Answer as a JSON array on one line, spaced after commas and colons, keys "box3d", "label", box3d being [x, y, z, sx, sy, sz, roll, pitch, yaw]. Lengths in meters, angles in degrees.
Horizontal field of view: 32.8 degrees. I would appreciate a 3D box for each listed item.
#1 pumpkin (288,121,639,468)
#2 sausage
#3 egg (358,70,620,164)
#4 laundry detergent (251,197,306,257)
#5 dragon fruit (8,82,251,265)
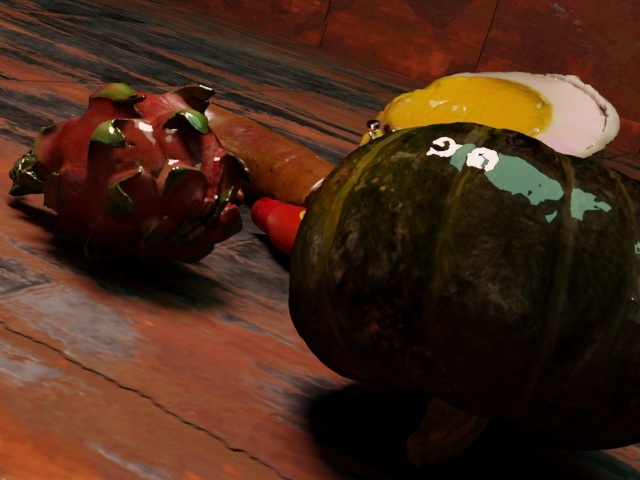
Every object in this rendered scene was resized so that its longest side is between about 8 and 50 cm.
[{"box3d": [0.097, 0.047, 0.641, 0.260, 0.189, 0.260, 16, -15, 5], "label": "pumpkin"}, {"box3d": [-0.072, -0.081, 1.123, 0.302, 0.076, 0.103, 29, 14, 40], "label": "sausage"}, {"box3d": [0.191, -0.074, 1.251, 0.286, 0.174, 0.264, -24, 35, -32], "label": "egg"}, {"box3d": [0.000, 0.000, 0.958, 0.097, 0.049, 0.165, 14, 11, -43], "label": "laundry detergent"}, {"box3d": [-0.152, -0.051, 0.835, 0.137, 0.135, 0.236, -4, 6, -40], "label": "dragon fruit"}]
